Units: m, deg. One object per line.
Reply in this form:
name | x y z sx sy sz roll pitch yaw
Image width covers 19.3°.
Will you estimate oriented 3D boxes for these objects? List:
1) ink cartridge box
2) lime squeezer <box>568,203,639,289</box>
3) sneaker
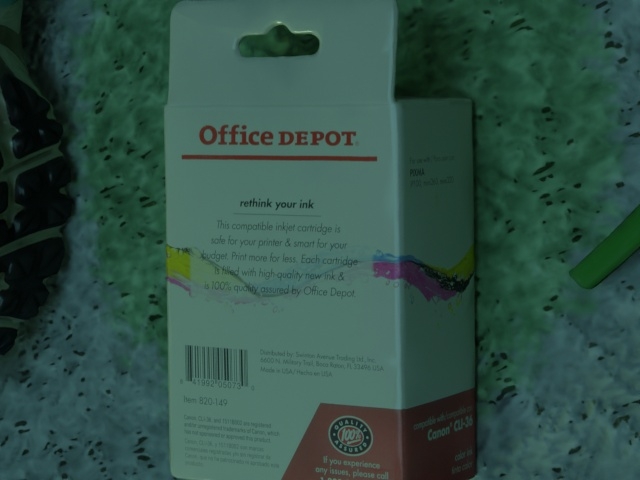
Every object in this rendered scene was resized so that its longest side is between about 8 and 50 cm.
ink cartridge box | 0.000 0.000 0.767 0.115 0.067 0.198 3 96 32
lime squeezer | 0.155 -0.115 0.653 0.110 0.059 0.310 9 111 12
sneaker | -0.190 -0.068 0.880 0.122 0.110 0.283 7 95 50
